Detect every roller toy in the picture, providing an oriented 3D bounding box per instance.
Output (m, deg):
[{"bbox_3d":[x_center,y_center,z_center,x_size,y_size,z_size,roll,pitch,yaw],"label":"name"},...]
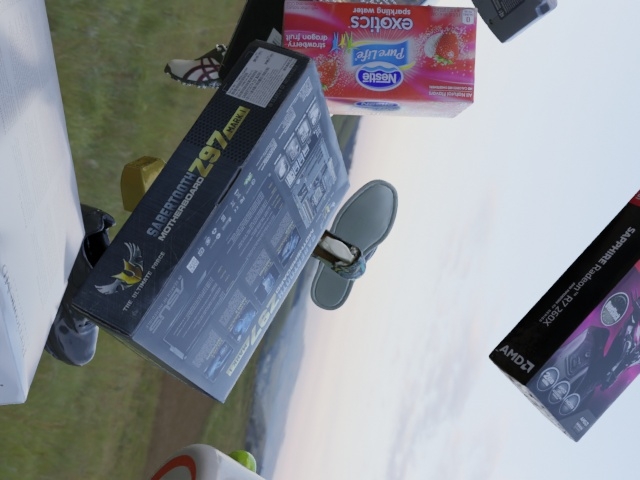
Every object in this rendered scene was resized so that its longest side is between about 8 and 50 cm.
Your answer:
[{"bbox_3d":[-0.155,0.361,0.829,0.191,0.146,0.209,-50,-157,-2],"label":"roller toy"}]

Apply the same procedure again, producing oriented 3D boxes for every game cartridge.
[{"bbox_3d":[0.405,-0.613,1.527,0.294,0.060,0.196,64,-26,-1],"label":"game cartridge"}]

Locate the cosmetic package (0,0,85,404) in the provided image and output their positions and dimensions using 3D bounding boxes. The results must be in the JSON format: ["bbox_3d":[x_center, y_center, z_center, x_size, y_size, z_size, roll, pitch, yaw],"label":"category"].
[{"bbox_3d":[-0.288,-0.100,0.548,0.284,0.097,0.377,-111,-161,-60],"label":"cosmetic package"}]

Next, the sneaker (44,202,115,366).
[{"bbox_3d":[-0.378,0.076,1.058,0.109,0.130,0.286,-46,142,-62],"label":"sneaker"}]

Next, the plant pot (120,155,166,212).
[{"bbox_3d":[-0.297,-0.099,1.158,0.081,0.081,0.083,-36,128,-39],"label":"plant pot"}]

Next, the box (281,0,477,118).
[{"bbox_3d":[0.074,-0.242,0.914,0.122,0.256,0.128,-163,-105,-87],"label":"box"}]

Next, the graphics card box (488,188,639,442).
[{"bbox_3d":[0.460,0.123,1.069,0.371,0.233,0.094,-46,-142,-1],"label":"graphics card box"}]

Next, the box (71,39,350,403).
[{"bbox_3d":[-0.065,-0.005,0.521,0.233,0.059,0.183,-59,157,-17],"label":"box"}]

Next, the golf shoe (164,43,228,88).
[{"bbox_3d":[-0.258,-0.429,1.656,0.105,0.272,0.120,-35,137,-64],"label":"golf shoe"}]

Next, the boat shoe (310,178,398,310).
[{"bbox_3d":[0.063,-0.001,1.361,0.303,0.114,0.091,-58,-175,22],"label":"boat shoe"}]

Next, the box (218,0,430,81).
[{"bbox_3d":[0.046,-0.410,1.204,0.395,0.212,0.293,-47,-178,-30],"label":"box"}]

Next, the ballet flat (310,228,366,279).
[{"bbox_3d":[0.000,0.000,1.170,0.070,0.188,0.070,-55,164,-24],"label":"ballet flat"}]
